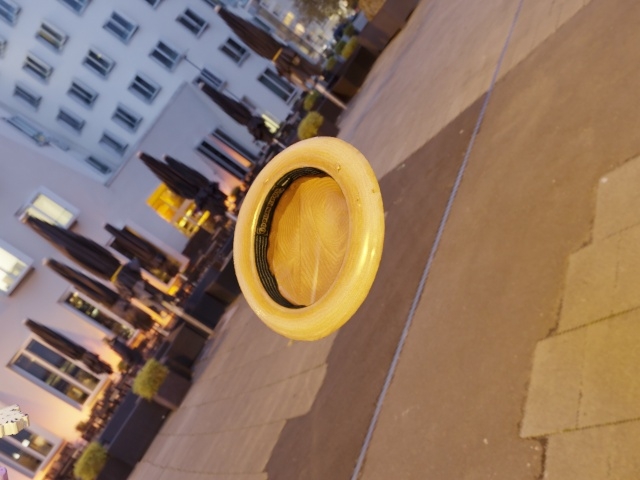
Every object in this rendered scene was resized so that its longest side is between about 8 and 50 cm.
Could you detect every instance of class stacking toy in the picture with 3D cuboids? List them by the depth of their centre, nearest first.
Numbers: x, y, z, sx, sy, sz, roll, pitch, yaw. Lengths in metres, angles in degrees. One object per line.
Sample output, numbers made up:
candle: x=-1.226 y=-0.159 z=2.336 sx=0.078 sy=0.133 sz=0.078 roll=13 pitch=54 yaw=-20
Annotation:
stacking toy: x=-0.472 y=0.330 z=0.730 sx=0.221 sy=0.167 sz=0.052 roll=-16 pitch=20 yaw=-41

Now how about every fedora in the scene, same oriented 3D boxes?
fedora: x=0.000 y=0.000 z=0.558 sx=0.194 sy=0.079 sz=0.194 roll=-9 pitch=76 yaw=37
